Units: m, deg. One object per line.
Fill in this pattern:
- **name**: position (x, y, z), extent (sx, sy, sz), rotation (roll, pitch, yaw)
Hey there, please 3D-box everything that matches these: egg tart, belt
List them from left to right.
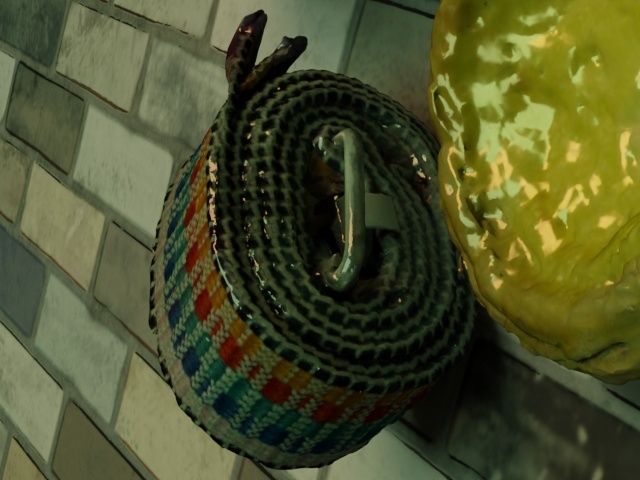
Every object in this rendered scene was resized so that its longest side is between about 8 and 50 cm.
- **belt**: position (0.000, 0.000, 1.079), extent (0.160, 0.207, 0.295), rotation (-51, 27, 47)
- **egg tart**: position (0.174, -0.091, 0.844), extent (0.345, 0.132, 0.345), rotation (177, 90, -66)
